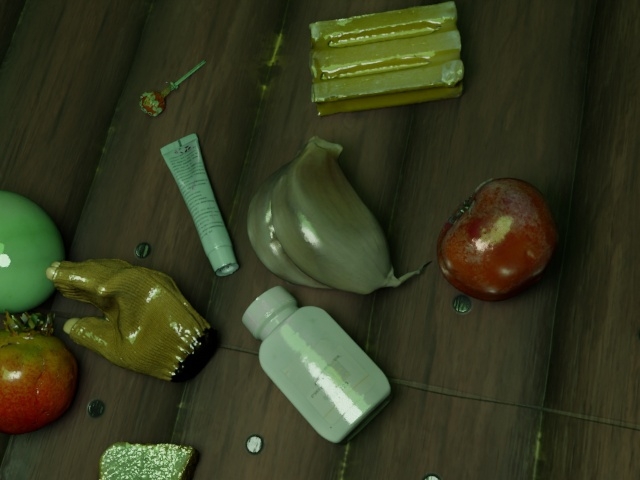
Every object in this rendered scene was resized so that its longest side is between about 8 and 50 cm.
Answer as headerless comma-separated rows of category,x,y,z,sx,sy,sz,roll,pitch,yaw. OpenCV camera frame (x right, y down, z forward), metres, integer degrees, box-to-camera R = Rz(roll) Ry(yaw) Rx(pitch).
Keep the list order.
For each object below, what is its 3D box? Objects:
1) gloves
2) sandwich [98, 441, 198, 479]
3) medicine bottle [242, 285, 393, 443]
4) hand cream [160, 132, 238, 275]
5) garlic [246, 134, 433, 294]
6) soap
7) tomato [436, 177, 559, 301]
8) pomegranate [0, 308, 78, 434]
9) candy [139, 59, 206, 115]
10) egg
gloves,-0.368,0.140,1.443,0.356,0.155,0.203,30,116,-1
sandwich,-0.319,0.475,1.352,0.186,0.065,0.214,3,61,5
medicine bottle,-0.014,0.222,1.381,0.161,0.111,0.296,-43,71,-7
hand cream,-0.248,-0.080,1.553,0.085,0.058,0.331,-26,69,3
garlic,0.000,0.000,1.441,0.340,0.231,0.246,51,41,6
soap,0.136,-0.375,1.565,0.315,0.091,0.199,-7,71,8
tomato,0.323,0.001,1.337,0.188,0.232,0.232,38,81,-2
pomegranate,-0.568,0.250,1.424,0.210,0.210,0.235,5,85,12
candy,-0.327,-0.347,1.675,0.185,0.049,0.055,-42,99,-11
egg,-0.632,0.020,1.506,0.220,0.220,0.269,-27,62,1
